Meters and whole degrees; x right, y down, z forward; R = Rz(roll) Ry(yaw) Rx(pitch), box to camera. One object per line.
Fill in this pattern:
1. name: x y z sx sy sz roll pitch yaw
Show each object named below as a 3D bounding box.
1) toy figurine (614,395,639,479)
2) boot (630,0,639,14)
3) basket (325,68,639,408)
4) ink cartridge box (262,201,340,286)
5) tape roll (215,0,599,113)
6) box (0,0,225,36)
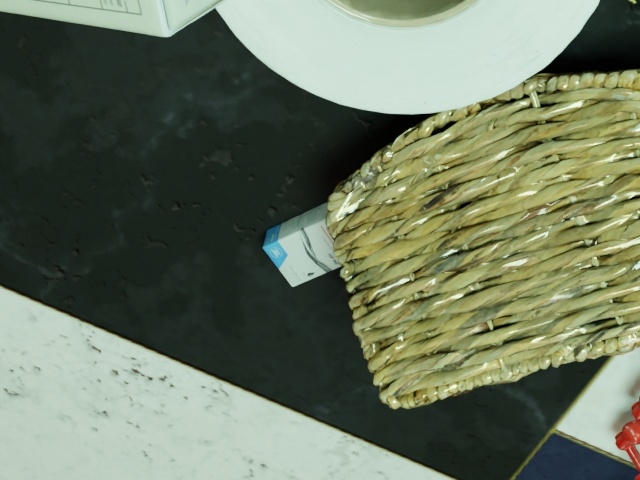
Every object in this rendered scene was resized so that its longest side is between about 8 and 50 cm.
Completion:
1. toy figurine: 0.398 0.187 1.103 0.217 0.191 0.362 -15 148 -21
2. boot: 0.247 -0.097 0.765 0.138 0.377 0.284 3 100 57
3. basket: 0.177 -0.016 1.013 0.299 0.223 0.213 -18 88 21
4. ink cartridge box: 0.000 0.000 1.093 0.083 0.028 0.048 -25 118 24
5. tape roll: 0.055 -0.230 0.873 0.286 0.100 0.286 5 127 6
6. box: -0.193 -0.232 0.826 0.311 0.121 0.148 14 127 29
